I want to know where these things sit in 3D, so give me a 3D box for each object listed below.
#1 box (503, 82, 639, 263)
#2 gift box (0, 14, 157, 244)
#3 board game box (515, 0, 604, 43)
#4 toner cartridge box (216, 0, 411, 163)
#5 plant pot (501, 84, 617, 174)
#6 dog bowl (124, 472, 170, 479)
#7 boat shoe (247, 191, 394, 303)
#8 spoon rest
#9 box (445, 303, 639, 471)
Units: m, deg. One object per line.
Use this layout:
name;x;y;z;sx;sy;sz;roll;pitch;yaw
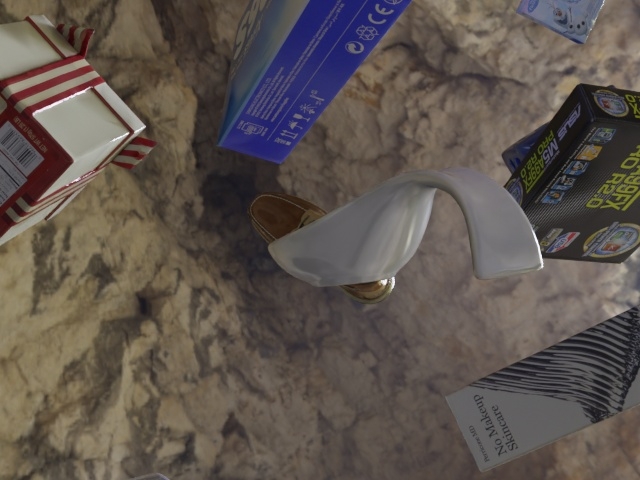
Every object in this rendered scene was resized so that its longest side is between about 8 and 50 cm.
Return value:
box;0.359;-0.072;0.958;0.217;0.060;0.270;5;-36;-16
gift box;-0.411;-0.161;1.074;0.276;0.258;0.255;-34;-79;19
board game box;0.287;-0.290;0.879;0.090;0.020;0.090;22;-81;-15
toner cartridge box;-0.001;-0.219;0.670;0.075;0.165;0.348;14;-26;-19
plant pot;0.498;-0.138;1.396;0.236;0.235;0.212;-33;-6;9
dog bowl;-0.147;0.394;0.751;0.102;0.349;0.348;-21;-49;-26
boat shoe;0.000;0.000;1.443;0.122;0.324;0.120;-57;-15;-5
spoon rest;0.056;-0.008;0.604;0.137;0.276;0.084;-5;-91;-30
box;0.310;0.189;0.960;0.275;0.113;0.094;-30;-18;14
